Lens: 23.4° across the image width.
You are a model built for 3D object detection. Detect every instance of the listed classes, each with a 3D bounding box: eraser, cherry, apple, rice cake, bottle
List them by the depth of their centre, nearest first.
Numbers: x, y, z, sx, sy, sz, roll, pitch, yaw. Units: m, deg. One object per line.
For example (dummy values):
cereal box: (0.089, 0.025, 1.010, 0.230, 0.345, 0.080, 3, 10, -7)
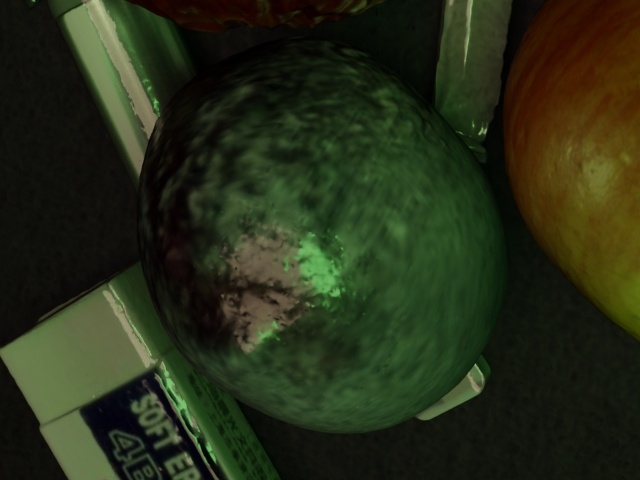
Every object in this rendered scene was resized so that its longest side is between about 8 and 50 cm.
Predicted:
apple: (0.248, -0.055, 0.877, 0.286, 0.286, 0.233, 38, 118, 6)
cherry: (0.000, 0.000, 0.971, 0.218, 0.296, 0.255, -28, 104, 16)
rice cake: (0.106, -0.184, 1.018, 0.055, 0.049, 0.270, 4, 106, 0)
bottle: (-0.133, -0.114, 1.094, 0.096, 0.079, 0.254, -26, 97, -22)
eraser: (0.070, 0.072, 1.108, 0.065, 0.026, 0.105, -31, 93, 20)
eraser: (-0.116, 0.168, 1.162, 0.130, 0.086, 0.287, -30, 93, 24)

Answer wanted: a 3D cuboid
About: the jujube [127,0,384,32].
jujube: (-0.040, -0.227, 0.968, 0.232, 0.213, 0.213, -3, 103, 19)
